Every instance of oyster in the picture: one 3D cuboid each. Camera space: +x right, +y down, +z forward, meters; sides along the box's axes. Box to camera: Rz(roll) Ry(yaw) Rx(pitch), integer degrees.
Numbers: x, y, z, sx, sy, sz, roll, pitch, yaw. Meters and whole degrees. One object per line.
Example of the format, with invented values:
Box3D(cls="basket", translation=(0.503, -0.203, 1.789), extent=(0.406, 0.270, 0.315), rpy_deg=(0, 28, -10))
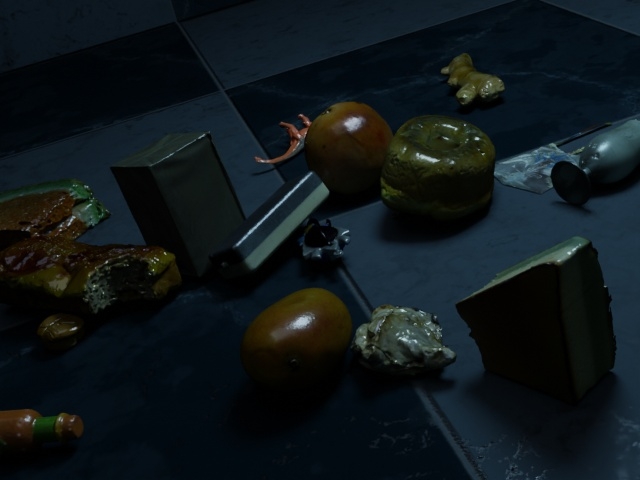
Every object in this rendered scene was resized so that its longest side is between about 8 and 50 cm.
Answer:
Box3D(cls="oyster", translation=(0.123, 0.137, 1.291), extent=(0.191, 0.081, 0.163), rpy_deg=(14, 35, 36))

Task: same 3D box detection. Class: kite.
Box3D(cls="kite", translation=(0.481, -0.177, 1.756), extent=(0.310, 0.015, 0.169), rpy_deg=(-27, 30, -22))

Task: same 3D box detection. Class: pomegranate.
Box3D(cls="pomegranate", translation=(0.056, -0.184, 1.794), extent=(0.191, 0.191, 0.191), rpy_deg=(-11, 28, 6))

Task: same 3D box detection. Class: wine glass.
Box3D(cls="wine glass", translation=(0.517, -0.146, 1.602), extent=(0.202, 0.093, 0.093), rpy_deg=(-32, 33, -27))

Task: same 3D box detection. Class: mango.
Box3D(cls="mango", translation=(-0.027, 0.140, 1.307), extent=(0.152, 0.120, 0.221), rpy_deg=(-3, 21, 31))

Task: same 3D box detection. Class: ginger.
Box3D(cls="ginger", translation=(0.364, -0.392, 2.149), extent=(0.118, 0.065, 0.299), rpy_deg=(-9, 26, 1))

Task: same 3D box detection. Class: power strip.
Box3D(cls="power strip", translation=(-0.095, -0.024, 1.635), extent=(0.257, 0.070, 0.105), rpy_deg=(-45, 14, -33))

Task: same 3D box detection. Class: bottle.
Box3D(cls="bottle", translation=(-0.439, 0.280, 1.299), extent=(0.187, 0.069, 0.069), rpy_deg=(-8, 29, 13))

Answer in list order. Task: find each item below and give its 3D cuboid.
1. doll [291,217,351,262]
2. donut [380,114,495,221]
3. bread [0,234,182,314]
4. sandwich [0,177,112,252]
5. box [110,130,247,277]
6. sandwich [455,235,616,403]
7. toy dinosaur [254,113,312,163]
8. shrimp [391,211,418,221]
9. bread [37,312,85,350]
Box3D(cls="doll", translation=(0.000, 0.000, 1.603), extent=(0.096, 0.070, 0.195), rpy_deg=(-28, 22, -11))
Box3D(cls="donut", translation=(0.224, -0.139, 1.654), extent=(0.209, 0.128, 0.261), rpy_deg=(10, 31, 7))
Box3D(cls="bread", translation=(-0.445, 0.063, 1.628), extent=(0.380, 0.109, 0.185), rpy_deg=(3, 20, 31))
Box3D(cls="sandwich", translation=(-0.639, -0.044, 1.934), extent=(0.292, 0.109, 0.212), rpy_deg=(-2, 30, 20))
Box3D(cls="box", translation=(-0.259, -0.071, 1.662), extent=(0.155, 0.231, 0.149), rpy_deg=(7, 35, 47))
Box3D(cls="sandwich", translation=(0.276, 0.081, 1.168), extent=(0.108, 0.220, 0.186), rpy_deg=(-34, 34, -30))
Box3D(cls="toy dinosaur", translation=(-0.054, -0.244, 2.079), extent=(0.280, 0.055, 0.101), rpy_deg=(-28, 53, -28))
Box3D(cls="shrimp", translation=(0.174, -0.058, 1.674), extent=(0.038, 0.029, 0.092), rpy_deg=(27, 53, 38))
Box3D(cls="bread", translation=(-0.454, 0.158, 1.550), extent=(0.081, 0.046, 0.083), rpy_deg=(-22, 28, -18))
